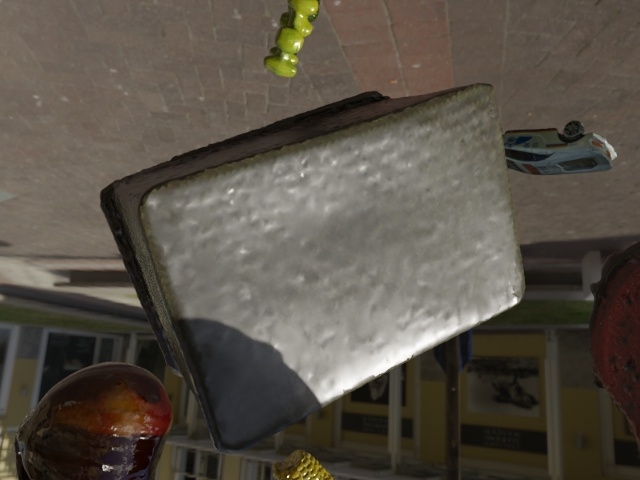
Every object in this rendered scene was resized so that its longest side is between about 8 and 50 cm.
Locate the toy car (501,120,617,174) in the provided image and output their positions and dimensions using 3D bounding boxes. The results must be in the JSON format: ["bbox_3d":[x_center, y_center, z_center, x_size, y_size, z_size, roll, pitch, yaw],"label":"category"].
[{"bbox_3d":[0.308,-0.126,0.812,0.204,0.056,0.095,7,169,44],"label":"toy car"}]

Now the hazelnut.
[{"bbox_3d":[-0.332,0.286,0.844,0.217,0.217,0.252,14,125,-38],"label":"hazelnut"}]

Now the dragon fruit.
[{"bbox_3d":[0.502,0.107,0.778,0.100,0.282,0.344,5,130,-20],"label":"dragon fruit"}]

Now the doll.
[{"bbox_3d":[0.003,-0.376,0.672,0.098,0.346,0.341,10,-158,-3],"label":"doll"}]

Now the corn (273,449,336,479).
[{"bbox_3d":[0.016,0.336,0.683,0.067,0.206,0.067,-32,-167,8],"label":"corn"}]

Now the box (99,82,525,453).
[{"bbox_3d":[-0.001,0.000,0.437,0.273,0.184,0.143,-22,-163,-21],"label":"box"}]
